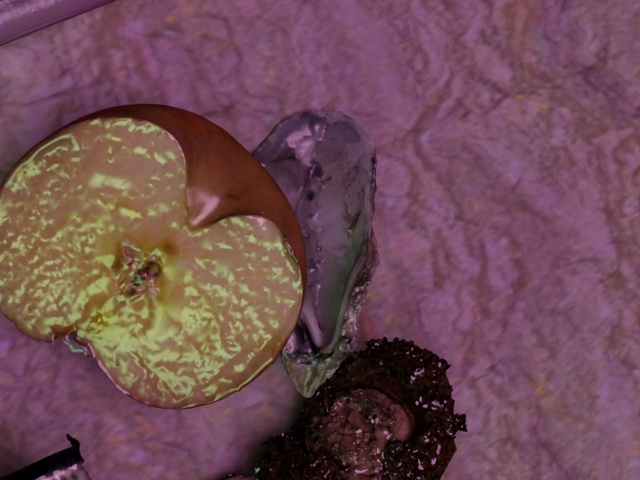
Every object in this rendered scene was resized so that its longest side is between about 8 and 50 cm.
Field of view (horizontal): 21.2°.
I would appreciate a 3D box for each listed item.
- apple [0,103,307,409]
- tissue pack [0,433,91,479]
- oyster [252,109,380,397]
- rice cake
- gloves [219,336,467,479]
[{"bbox_3d":[-0.152,0.004,1.615,0.293,0.163,0.251,42,109,-6],"label":"apple"},{"bbox_3d":[-0.353,0.346,1.527,0.361,0.122,0.259,-23,146,-24],"label":"tissue pack"},{"bbox_3d":[0.000,-0.001,1.712,0.199,0.087,0.252,-31,81,-13],"label":"oyster"},{"bbox_3d":[-0.251,-0.228,1.613,0.269,0.049,0.055,-25,119,-23],"label":"rice cake"},{"bbox_3d":[0.018,0.233,1.706,0.312,0.210,0.135,-38,124,2],"label":"gloves"}]
